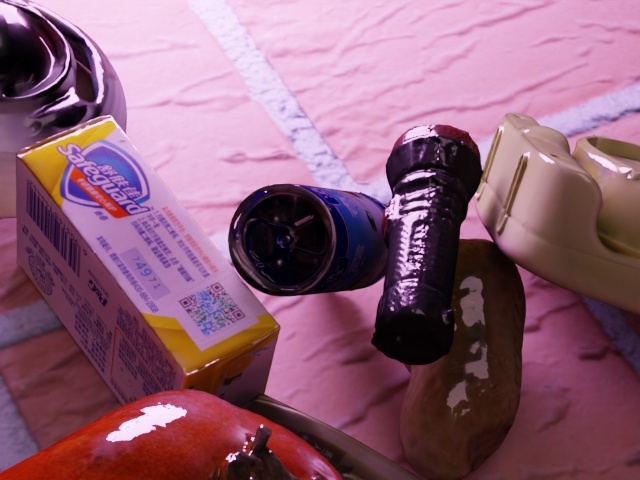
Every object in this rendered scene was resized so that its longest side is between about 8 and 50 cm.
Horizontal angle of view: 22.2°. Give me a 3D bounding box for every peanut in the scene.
[{"bbox_3d":[0.121,0.107,1.451,0.120,0.110,0.236,17,60,-8],"label":"peanut"}]

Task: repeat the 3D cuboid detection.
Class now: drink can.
[{"bbox_3d":[0.000,0.000,1.421,0.097,0.235,0.097,0,89,16],"label":"drink can"}]

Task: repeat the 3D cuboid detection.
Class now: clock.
[{"bbox_3d":[0.324,-0.008,1.492,0.348,0.117,0.286,16,13,-8],"label":"clock"}]

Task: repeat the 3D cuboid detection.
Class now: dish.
[{"bbox_3d":[-0.305,-0.162,1.520,0.273,0.134,0.273,11,45,-11],"label":"dish"}]

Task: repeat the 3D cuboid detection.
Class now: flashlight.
[{"bbox_3d":[0.087,0.003,1.413,0.093,0.093,0.232,15,49,-1],"label":"flashlight"}]

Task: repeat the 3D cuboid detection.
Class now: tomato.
[{"bbox_3d":[-0.119,0.258,1.146,0.293,0.290,0.325,45,34,4],"label":"tomato"}]

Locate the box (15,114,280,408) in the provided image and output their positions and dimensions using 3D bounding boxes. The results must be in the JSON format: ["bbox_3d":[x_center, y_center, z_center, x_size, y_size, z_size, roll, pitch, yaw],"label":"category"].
[{"bbox_3d":[-0.155,0.043,1.397,0.097,0.168,0.265,-27,61,-26],"label":"box"}]

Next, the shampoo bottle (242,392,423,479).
[{"bbox_3d":[0.066,0.260,1.327,0.350,0.084,0.125,32,73,11],"label":"shampoo bottle"}]
